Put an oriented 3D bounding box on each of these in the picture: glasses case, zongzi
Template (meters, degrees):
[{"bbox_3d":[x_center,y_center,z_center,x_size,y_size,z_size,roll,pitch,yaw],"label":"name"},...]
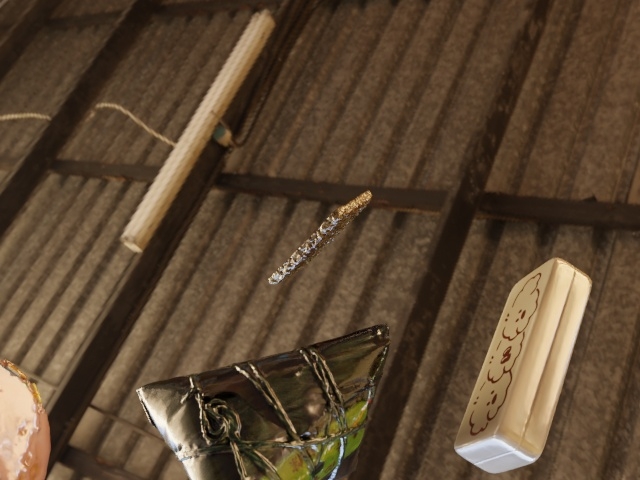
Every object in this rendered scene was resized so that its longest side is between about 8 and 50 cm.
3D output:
[{"bbox_3d":[0.318,0.189,1.113,0.076,0.144,0.336,32,-123,-2],"label":"glasses case"},{"bbox_3d":[-0.050,0.330,1.174,0.383,0.362,0.319,-23,-137,-16],"label":"zongzi"}]

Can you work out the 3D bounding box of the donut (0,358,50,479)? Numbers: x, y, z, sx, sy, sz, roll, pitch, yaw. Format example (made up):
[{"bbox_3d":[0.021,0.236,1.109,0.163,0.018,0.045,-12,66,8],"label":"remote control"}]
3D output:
[{"bbox_3d":[-0.428,0.224,0.822,0.085,0.232,0.199,-24,-128,37],"label":"donut"}]

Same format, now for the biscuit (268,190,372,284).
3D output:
[{"bbox_3d":[0.000,0.000,1.307,0.025,0.131,0.231,49,-52,7],"label":"biscuit"}]
